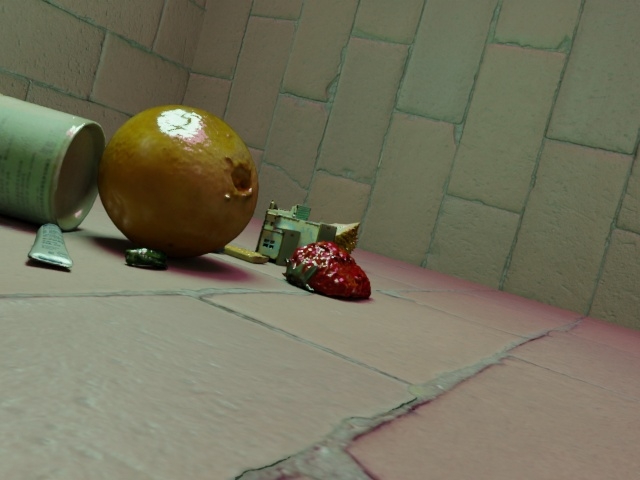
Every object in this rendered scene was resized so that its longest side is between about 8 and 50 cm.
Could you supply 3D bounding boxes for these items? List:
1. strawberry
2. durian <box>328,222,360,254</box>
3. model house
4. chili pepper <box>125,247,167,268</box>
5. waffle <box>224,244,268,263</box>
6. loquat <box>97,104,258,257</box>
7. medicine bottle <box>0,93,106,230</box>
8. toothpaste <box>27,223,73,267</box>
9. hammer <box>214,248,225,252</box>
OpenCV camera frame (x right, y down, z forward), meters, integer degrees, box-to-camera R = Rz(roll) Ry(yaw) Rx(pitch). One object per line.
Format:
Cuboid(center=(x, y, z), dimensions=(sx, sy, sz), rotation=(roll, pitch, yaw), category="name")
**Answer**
Cuboid(center=(0.033, 0.062, 1.391), dimensions=(0.190, 0.111, 0.237), rotation=(15, 2, 44), category="strawberry")
Cuboid(center=(0.001, 0.007, 2.033), dimensions=(0.250, 0.137, 0.183), rotation=(7, 32, 9), category="durian")
Cuboid(center=(-0.061, -0.012, 1.731), dimensions=(0.207, 0.178, 0.271), rotation=(16, 0, -1), category="model house")
Cuboid(center=(-0.299, 0.031, 1.089), dimensions=(0.055, 0.035, 0.118), rotation=(33, 11, 12), category="chili pepper")
Cuboid(center=(-0.201, 0.034, 1.578), dimensions=(0.135, 0.021, 0.092), rotation=(17, 4, 29), category="waffle")
Cuboid(center=(-0.290, -0.118, 1.257), dimensions=(0.329, 0.328, 0.328), rotation=(15, 3, -1), category="loquat")
Cuboid(center=(-0.671, -0.180, 1.219), dimensions=(0.407, 0.235, 0.236), rotation=(15, 3, 0), category="medicine bottle")
Cuboid(center=(-0.422, 0.006, 0.948), dimensions=(0.062, 0.037, 0.216), rotation=(13, 8, -27), category="toothpaste")
Cuboid(center=(-0.303, -0.003, 1.474), dimensions=(0.116, 0.069, 0.194), rotation=(17, -4, 37), category="hammer")
